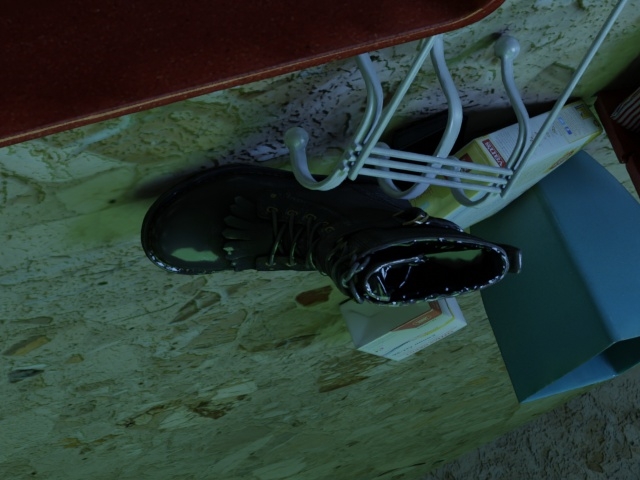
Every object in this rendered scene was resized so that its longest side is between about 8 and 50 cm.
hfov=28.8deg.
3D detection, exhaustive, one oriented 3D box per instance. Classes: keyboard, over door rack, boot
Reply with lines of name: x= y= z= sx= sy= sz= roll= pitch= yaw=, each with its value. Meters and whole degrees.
keyboard: x=0.087 y=-0.069 z=1.220 sx=0.108 sy=0.023 sz=0.180 roll=-27 pitch=161 yaw=-8
over door rack: x=0.137 y=-0.165 z=0.916 sx=0.239 sy=0.108 sz=0.324 roll=3 pitch=134 yaw=-52
boot: x=0.000 y=0.000 z=0.987 sx=0.262 sy=0.091 sz=0.229 roll=-8 pitch=-164 yaw=-14

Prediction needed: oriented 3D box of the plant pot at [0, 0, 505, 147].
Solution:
plant pot: x=-0.076 y=-0.200 z=0.342 sx=0.267 sy=0.236 sz=0.267 roll=-16 pitch=160 yaw=-16

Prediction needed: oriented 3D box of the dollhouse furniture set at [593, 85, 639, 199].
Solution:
dollhouse furniture set: x=0.489 y=-0.153 z=1.247 sx=0.374 sy=0.152 sz=0.201 roll=-12 pitch=158 yaw=-29

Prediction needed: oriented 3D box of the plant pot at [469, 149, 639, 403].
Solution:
plant pot: x=0.275 y=0.027 z=1.363 sx=0.165 sy=0.234 sz=0.165 roll=-8 pitch=156 yaw=-36

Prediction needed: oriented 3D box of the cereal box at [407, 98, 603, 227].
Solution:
cereal box: x=0.155 y=-0.056 z=1.205 sx=0.173 sy=0.047 sz=0.240 roll=-39 pitch=170 yaw=36

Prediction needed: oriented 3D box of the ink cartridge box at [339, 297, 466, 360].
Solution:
ink cartridge box: x=0.119 y=0.102 z=1.647 sx=0.115 sy=0.067 sz=0.198 roll=-29 pitch=161 yaw=16
